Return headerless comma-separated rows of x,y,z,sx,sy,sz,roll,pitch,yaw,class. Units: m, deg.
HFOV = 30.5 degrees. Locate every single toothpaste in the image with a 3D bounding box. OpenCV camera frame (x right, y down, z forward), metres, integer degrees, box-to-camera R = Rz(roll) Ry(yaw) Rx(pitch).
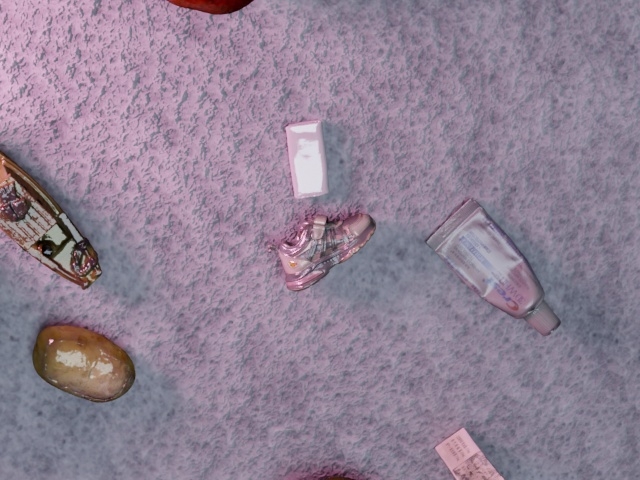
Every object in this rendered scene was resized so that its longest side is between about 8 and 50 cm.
0.313,0.058,2.025,0.282,0.068,0.099,45,64,-16,toothpaste

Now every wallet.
-0.020,-0.130,1.887,0.061,0.025,0.122,-12,110,-14,wallet

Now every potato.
-0.374,0.196,1.861,0.170,0.080,0.107,22,92,-24,potato

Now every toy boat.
-0.446,-0.048,1.744,0.089,0.121,0.321,-44,113,-5,toy boat

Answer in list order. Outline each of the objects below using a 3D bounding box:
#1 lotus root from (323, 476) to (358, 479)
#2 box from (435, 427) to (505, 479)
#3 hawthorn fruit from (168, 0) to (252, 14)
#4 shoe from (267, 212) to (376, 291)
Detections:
0.067,0.505,2.045,0.309,0.173,0.173,33,96,-22,lotus root
0.302,0.454,2.035,0.069,0.256,0.164,-34,113,-1,box
-0.145,-0.461,1.637,0.230,0.210,0.266,35,132,-8,hawthorn fruit
0.000,0.000,1.907,0.180,0.089,0.092,-37,101,-4,shoe
